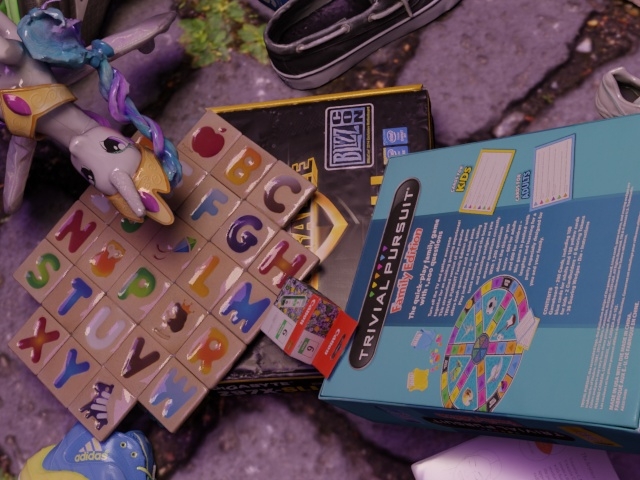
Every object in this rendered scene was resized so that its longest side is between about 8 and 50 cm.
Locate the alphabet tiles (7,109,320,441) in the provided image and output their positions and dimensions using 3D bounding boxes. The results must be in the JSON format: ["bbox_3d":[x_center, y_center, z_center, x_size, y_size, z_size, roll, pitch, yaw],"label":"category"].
[{"bbox_3d":[-0.173,0.029,1.061,0.285,0.011,0.342,38,85,28],"label":"alphabet tiles"}]

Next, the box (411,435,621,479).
[{"bbox_3d":[0.190,0.242,0.925,0.170,0.091,0.130,-23,65,3],"label":"box"}]

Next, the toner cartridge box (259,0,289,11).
[{"bbox_3d":[-0.035,-0.403,1.094,0.075,0.348,0.165,35,80,21],"label":"toner cartridge box"}]

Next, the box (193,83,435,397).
[{"bbox_3d":[0.000,0.000,1.075,0.257,0.079,0.322,-4,68,10],"label":"box"}]

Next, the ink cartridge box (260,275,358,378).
[{"bbox_3d":[-0.013,0.080,0.946,0.063,0.029,0.115,-61,28,2],"label":"ink cartridge box"}]

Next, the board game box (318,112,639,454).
[{"bbox_3d":[0.165,0.036,0.842,0.336,0.079,0.253,-5,62,51],"label":"board game box"}]

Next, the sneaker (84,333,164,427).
[{"bbox_3d":[-0.190,0.132,1.083,0.166,0.065,0.076,37,63,21],"label":"sneaker"}]

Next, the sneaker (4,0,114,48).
[{"bbox_3d":[-0.224,-0.415,1.234,0.202,0.185,0.482,22,77,23],"label":"sneaker"}]

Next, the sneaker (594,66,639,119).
[{"bbox_3d":[0.352,-0.126,1.052,0.054,0.061,0.152,-44,67,-9],"label":"sneaker"}]

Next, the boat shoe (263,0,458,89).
[{"bbox_3d":[0.064,-0.301,1.163,0.306,0.105,0.113,-31,65,0],"label":"boat shoe"}]

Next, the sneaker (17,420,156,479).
[{"bbox_3d":[-0.196,0.264,1.006,0.240,0.091,0.126,31,78,23],"label":"sneaker"}]

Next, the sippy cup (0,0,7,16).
[{"bbox_3d":[-0.534,-0.242,1.227,0.305,0.240,0.224,-8,45,-37],"label":"sippy cup"}]

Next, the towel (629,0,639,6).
[{"bbox_3d":[0.388,-0.439,1.173,0.317,0.053,0.332,36,80,24],"label":"towel"}]

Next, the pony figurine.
[{"bbox_3d":[-0.307,-0.164,1.032,0.303,0.363,0.351,-50,22,7],"label":"pony figurine"}]
